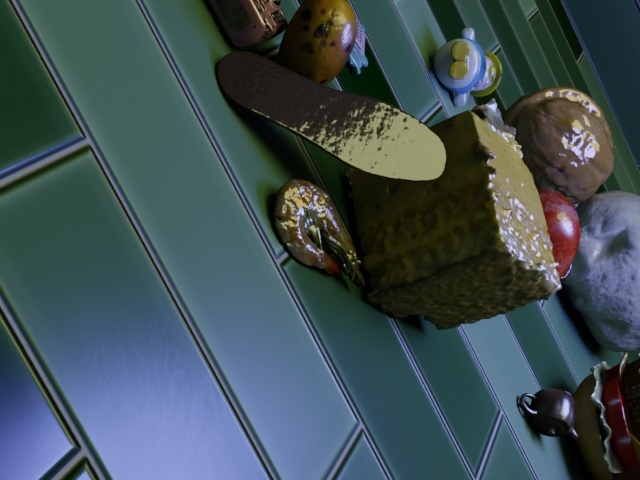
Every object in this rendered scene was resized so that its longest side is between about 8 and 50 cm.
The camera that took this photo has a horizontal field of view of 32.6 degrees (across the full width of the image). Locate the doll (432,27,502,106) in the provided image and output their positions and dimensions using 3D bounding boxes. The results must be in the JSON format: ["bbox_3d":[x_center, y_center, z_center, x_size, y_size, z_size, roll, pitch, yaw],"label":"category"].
[{"bbox_3d":[0.295,-0.340,2.162,0.241,0.099,0.135,0,64,-61],"label":"doll"}]

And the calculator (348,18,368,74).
[{"bbox_3d":[0.051,-0.324,1.758,0.094,0.019,0.141,51,29,-36],"label":"calculator"}]

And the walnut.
[{"bbox_3d":[0.491,-0.203,2.285,0.257,0.257,0.224,54,-4,-26],"label":"walnut"}]

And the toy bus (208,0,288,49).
[{"bbox_3d":[-0.119,-0.342,1.389,0.203,0.063,0.090,60,27,-11],"label":"toy bus"}]

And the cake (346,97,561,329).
[{"bbox_3d":[0.181,-0.047,1.539,0.222,0.227,0.286,31,44,-53],"label":"cake"}]

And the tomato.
[{"bbox_3d":[0.393,-0.006,2.023,0.187,0.151,0.187,177,-90,-78],"label":"tomato"}]

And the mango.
[{"bbox_3d":[-0.010,-0.250,1.435,0.090,0.178,0.115,29,61,-8],"label":"mango"}]

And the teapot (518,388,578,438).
[{"bbox_3d":[0.384,0.294,1.838,0.121,0.076,0.068,28,47,-14],"label":"teapot"}]

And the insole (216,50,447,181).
[{"bbox_3d":[0.019,-0.152,1.378,0.328,0.007,0.111,21,62,-18],"label":"insole"}]

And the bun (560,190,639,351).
[{"bbox_3d":[0.626,0.068,2.350,0.360,0.211,0.359,-15,90,-73],"label":"bun"}]

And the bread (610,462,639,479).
[{"bbox_3d":[0.615,0.480,1.853,0.295,0.327,0.114,12,45,-11],"label":"bread"}]

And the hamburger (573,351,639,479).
[{"bbox_3d":[0.569,0.341,1.990,0.274,0.212,0.274,47,32,-43],"label":"hamburger"}]

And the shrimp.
[{"bbox_3d":[0.000,0.000,1.368,0.190,0.042,0.101,48,51,-35],"label":"shrimp"}]
